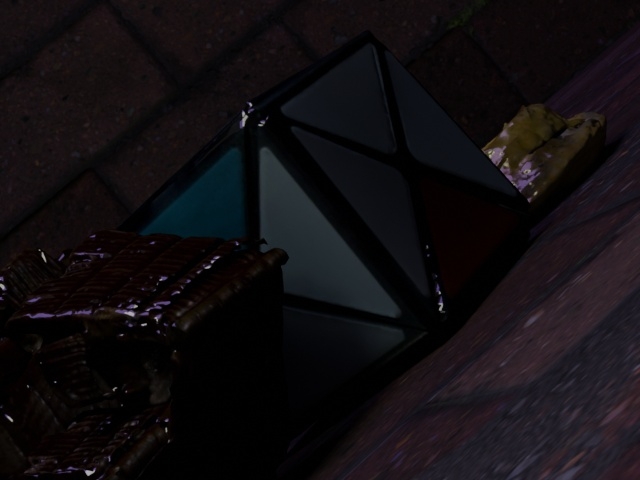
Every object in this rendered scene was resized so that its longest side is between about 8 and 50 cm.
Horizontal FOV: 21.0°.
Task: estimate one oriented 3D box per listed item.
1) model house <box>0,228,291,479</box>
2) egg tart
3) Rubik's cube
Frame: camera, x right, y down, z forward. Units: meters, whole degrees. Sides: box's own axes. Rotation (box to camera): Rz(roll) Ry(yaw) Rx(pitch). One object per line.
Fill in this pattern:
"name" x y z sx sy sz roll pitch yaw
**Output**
"model house" -0.174 0.125 1.338 0.282 0.297 0.317 -47 -5 37
"egg tart" 0.177 -0.054 1.783 0.279 0.095 0.279 -40 3 2
"Rubik's cube" 0.000 0.000 1.535 0.246 0.248 0.250 -41 -1 36
